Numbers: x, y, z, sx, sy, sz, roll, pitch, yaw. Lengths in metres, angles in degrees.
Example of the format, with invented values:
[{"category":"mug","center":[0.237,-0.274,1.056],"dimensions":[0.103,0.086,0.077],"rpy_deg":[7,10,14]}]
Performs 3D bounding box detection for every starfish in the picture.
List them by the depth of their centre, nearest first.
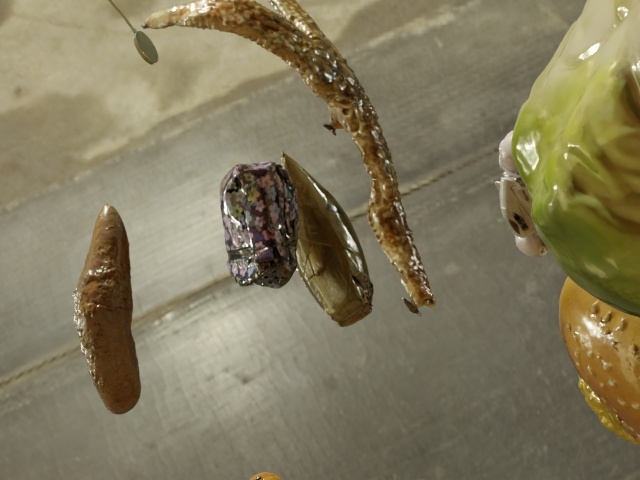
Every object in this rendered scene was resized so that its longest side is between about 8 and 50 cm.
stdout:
[{"category":"starfish","center":[-0.013,-0.157,1.107],"dimensions":[0.132,0.398,0.384],"rpy_deg":[-41,28,12]}]

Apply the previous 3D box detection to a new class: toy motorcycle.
[{"category":"toy motorcycle","center":[0.338,-0.068,1.608],"dimensions":[0.112,0.254,0.112],"rpy_deg":[-11,38,9]}]

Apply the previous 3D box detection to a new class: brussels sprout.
[{"category":"brussels sprout","center":[0.286,-0.070,0.741],"dimensions":[0.274,0.316,0.242],"rpy_deg":[-24,18,47]}]

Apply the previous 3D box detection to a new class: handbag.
[{"category":"handbag","center":[-0.098,-0.021,1.578],"dimensions":[0.127,0.229,0.207],"rpy_deg":[-7,89,-14]}]

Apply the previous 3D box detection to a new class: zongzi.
[{"category":"zongzi","center":[0.000,0.000,1.947],"dimensions":[0.145,0.300,0.274],"rpy_deg":[-24,50,1]}]

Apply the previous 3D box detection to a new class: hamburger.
[{"category":"hamburger","center":[0.510,0.163,1.182],"dimensions":[0.268,0.287,0.445],"rpy_deg":[-42,101,-9]}]

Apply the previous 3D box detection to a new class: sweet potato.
[{"category":"sweet potato","center":[-0.332,0.118,1.490],"dimensions":[0.092,0.341,0.114],"rpy_deg":[0,11,9]}]

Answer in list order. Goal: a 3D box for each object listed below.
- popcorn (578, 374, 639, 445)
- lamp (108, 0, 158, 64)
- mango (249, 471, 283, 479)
[{"category":"popcorn","center":[0.525,0.226,1.551],"dimensions":[0.192,0.233,0.266],"rpy_deg":[4,21,-30]},{"category":"lamp","center":[-0.293,-0.315,1.307],"dimensions":[0.056,0.198,0.050],"rpy_deg":[-29,23,17]},{"category":"mango","center":[-0.092,0.461,1.634],"dimensions":[0.084,0.159,0.105],"rpy_deg":[-7,31,-14]}]
